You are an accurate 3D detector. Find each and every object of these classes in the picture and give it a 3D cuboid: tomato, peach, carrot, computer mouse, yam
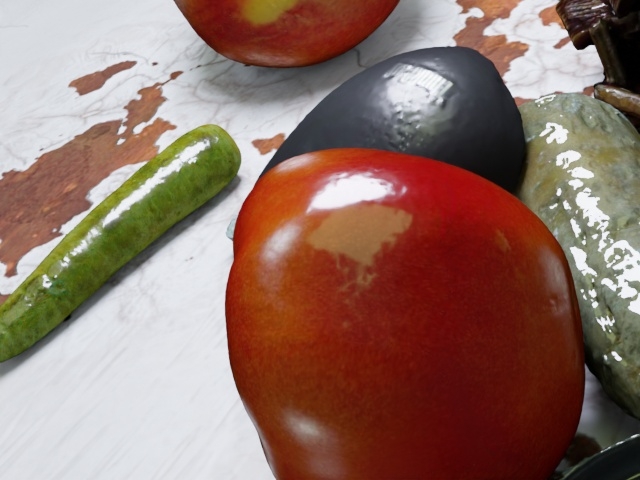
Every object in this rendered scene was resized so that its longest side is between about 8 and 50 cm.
[{"bbox_3d":[0.067,0.065,0.840,0.226,0.299,0.299,-14,37,12],"label":"tomato"},{"bbox_3d":[-0.046,-0.352,1.420,0.308,0.308,0.332,-36,23,-19],"label":"peach"},{"bbox_3d":[-0.219,0.003,1.228,0.074,0.074,0.358,22,56,43],"label":"carrot"},{"bbox_3d":[0.043,-0.056,1.034,0.269,0.100,0.170,-41,53,27],"label":"computer mouse"},{"bbox_3d":[0.235,0.016,0.939,0.133,0.133,0.330,-18,40,4],"label":"yam"}]

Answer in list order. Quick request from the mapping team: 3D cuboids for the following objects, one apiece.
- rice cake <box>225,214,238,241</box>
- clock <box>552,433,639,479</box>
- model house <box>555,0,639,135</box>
[{"bbox_3d":[0.000,0.000,1.149,0.207,0.033,0.033,7,74,31],"label":"rice cake"},{"bbox_3d":[0.254,0.236,0.707,0.312,0.061,0.313,-13,37,11],"label":"clock"},{"bbox_3d":[0.354,-0.230,1.057,0.297,0.283,0.317,-10,37,14],"label":"model house"}]
